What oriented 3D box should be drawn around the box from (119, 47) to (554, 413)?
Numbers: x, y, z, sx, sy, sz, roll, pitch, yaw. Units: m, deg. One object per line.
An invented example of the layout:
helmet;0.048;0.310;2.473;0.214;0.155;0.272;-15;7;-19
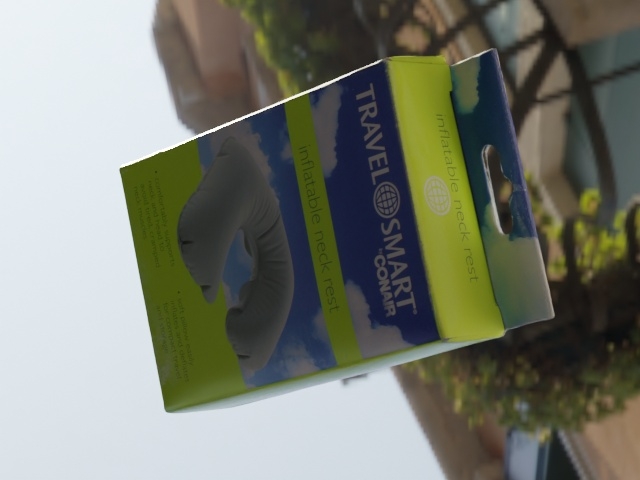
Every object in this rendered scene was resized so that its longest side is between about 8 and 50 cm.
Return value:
box;0.000;0.000;0.723;0.042;0.178;0.109;-4;-101;-46
